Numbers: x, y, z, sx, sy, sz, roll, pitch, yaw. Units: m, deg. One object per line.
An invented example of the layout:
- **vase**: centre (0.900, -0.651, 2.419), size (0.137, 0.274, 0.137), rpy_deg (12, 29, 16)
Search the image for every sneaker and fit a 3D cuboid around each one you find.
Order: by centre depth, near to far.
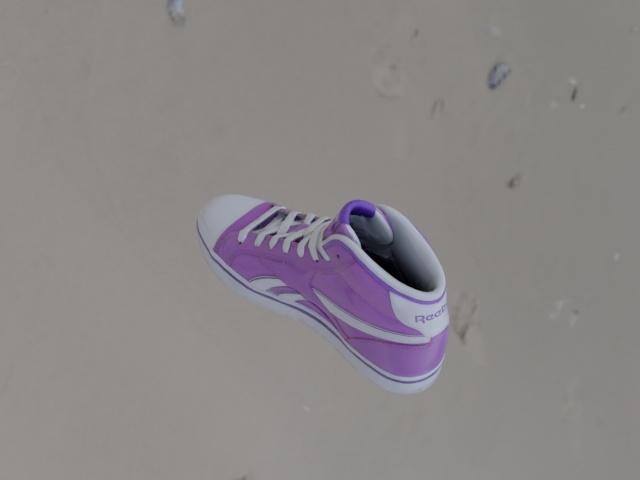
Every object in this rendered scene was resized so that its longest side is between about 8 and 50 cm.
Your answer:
- **sneaker**: centre (0.001, 0.000, 0.997), size (0.102, 0.282, 0.161), rpy_deg (-43, 150, -32)
